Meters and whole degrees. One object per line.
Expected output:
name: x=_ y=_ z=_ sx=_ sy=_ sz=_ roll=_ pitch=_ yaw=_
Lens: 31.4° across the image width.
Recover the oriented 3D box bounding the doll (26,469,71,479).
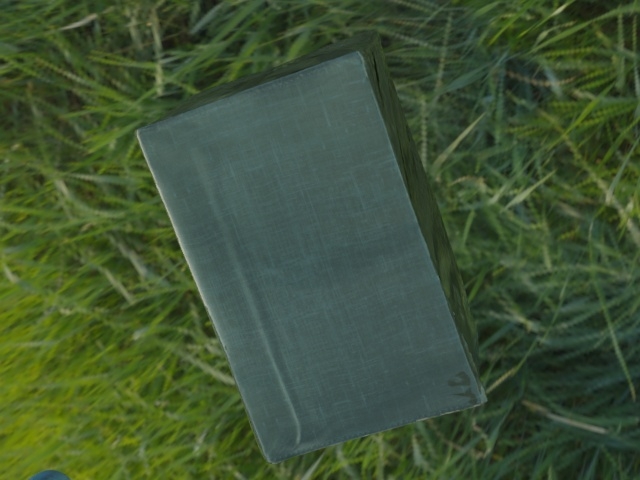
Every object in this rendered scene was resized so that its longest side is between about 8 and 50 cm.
doll: x=-0.249 y=0.304 z=0.776 sx=0.187 sy=0.376 sz=0.365 roll=-27 pitch=52 yaw=8

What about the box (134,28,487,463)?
box: x=0.000 y=0.000 z=0.750 sx=0.155 sy=0.149 sz=0.231 roll=-19 pitch=102 yaw=11
